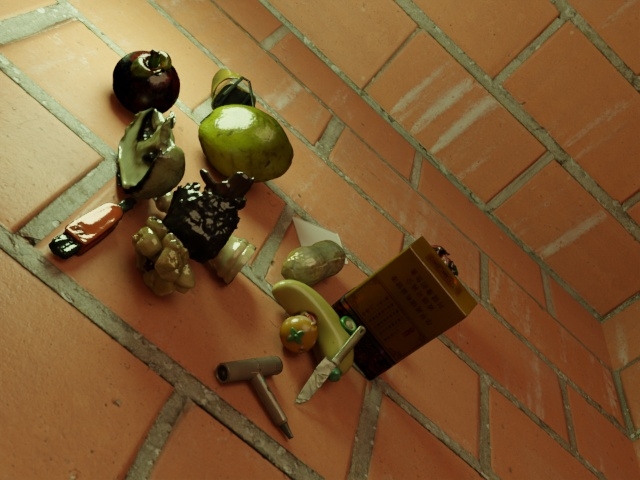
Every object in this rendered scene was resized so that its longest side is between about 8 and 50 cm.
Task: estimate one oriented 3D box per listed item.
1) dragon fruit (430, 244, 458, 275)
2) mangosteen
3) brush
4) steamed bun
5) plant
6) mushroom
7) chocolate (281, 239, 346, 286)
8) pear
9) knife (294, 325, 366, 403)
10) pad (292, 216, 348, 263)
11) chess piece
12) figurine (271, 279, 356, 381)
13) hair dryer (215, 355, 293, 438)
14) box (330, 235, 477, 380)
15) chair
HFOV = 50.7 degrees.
[{"bbox_3d":[0.371,0.124,2.543,0.292,0.234,0.234,-1,50,-26],"label":"dragon fruit"},{"bbox_3d":[-0.534,-0.502,2.108,0.216,0.216,0.216,33,31,-23],"label":"mangosteen"},{"bbox_3d":[-0.553,-0.035,1.672,0.070,0.051,0.323,39,32,0],"label":"brush"},{"bbox_3d":[-0.391,0.056,1.657,0.106,0.177,0.192,-38,77,-24],"label":"steamed bun"},{"bbox_3d":[-0.303,-0.071,1.760,0.178,0.204,0.234,31,65,-18],"label":"plant"},{"bbox_3d":[-0.450,-0.233,1.851,0.130,0.247,0.344,34,5,-37],"label":"mushroom"},{"bbox_3d":[-0.016,0.073,2.165,0.134,0.134,0.309,54,29,13],"label":"chocolate"},{"bbox_3d":[-0.245,-0.316,2.235,0.321,0.269,0.269,28,31,-6],"label":"pear"},{"bbox_3d":[0.025,0.338,1.845,0.047,0.017,0.298,47,65,-10],"label":"knife"},{"bbox_3d":[0.000,0.000,2.407,0.232,0.004,0.157,20,38,-39],"label":"pad"},{"bbox_3d":[-0.336,-0.022,1.891,0.307,0.139,0.124,39,-15,-5],"label":"chess piece"},{"bbox_3d":[-0.031,0.254,1.933,0.325,0.124,0.222,50,34,3],"label":"figurine"},{"bbox_3d":[-0.148,0.398,1.678,0.195,0.053,0.220,5,56,-50],"label":"hair dryer"},{"bbox_3d":[0.221,0.210,2.016,0.264,0.415,0.115,50,34,5],"label":"box"},{"bbox_3d":[-0.327,-0.503,2.443,0.172,0.159,0.247,32,33,-20],"label":"chair"}]
